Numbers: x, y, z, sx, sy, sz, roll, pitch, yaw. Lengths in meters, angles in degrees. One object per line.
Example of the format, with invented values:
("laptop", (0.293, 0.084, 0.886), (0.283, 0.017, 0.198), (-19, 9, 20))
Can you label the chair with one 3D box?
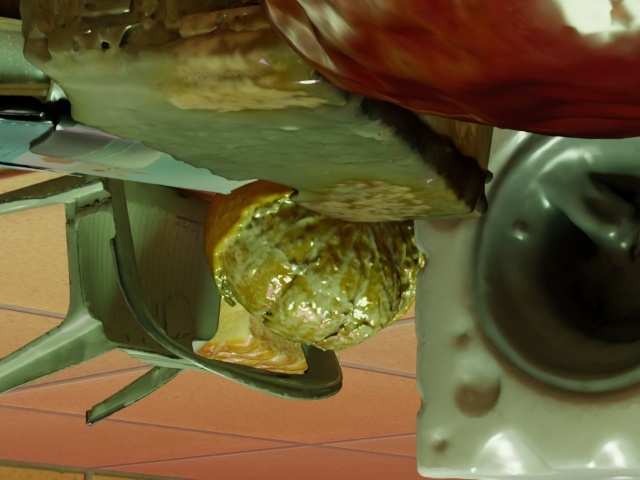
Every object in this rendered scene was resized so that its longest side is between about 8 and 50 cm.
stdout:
("chair", (-0.126, 0.048, 1.237), (0.274, 0.191, 0.203), (-19, 157, 40))

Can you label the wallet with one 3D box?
("wallet", (-0.145, -0.076, 0.975), (0.250, 0.075, 0.176), (7, 169, -24))

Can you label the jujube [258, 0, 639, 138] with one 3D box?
("jujube", (0.079, -0.129, 0.487), (0.223, 0.223, 0.318), (6, 174, -17))

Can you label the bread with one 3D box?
("bread", (-0.075, 0.098, 1.703), (0.125, 0.068, 0.188), (-6, 165, 29))

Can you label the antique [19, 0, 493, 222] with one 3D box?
("antique", (0.004, -0.090, 0.785), (0.150, 0.125, 0.284), (-1, 168, 28))

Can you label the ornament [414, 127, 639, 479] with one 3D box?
("ornament", (0.217, 0.024, 0.996), (0.239, 0.239, 0.239), (-9, 163, 37))

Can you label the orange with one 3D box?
("orange", (0.000, 0.000, 1.141), (0.156, 0.156, 0.134), (12, 121, -38))
